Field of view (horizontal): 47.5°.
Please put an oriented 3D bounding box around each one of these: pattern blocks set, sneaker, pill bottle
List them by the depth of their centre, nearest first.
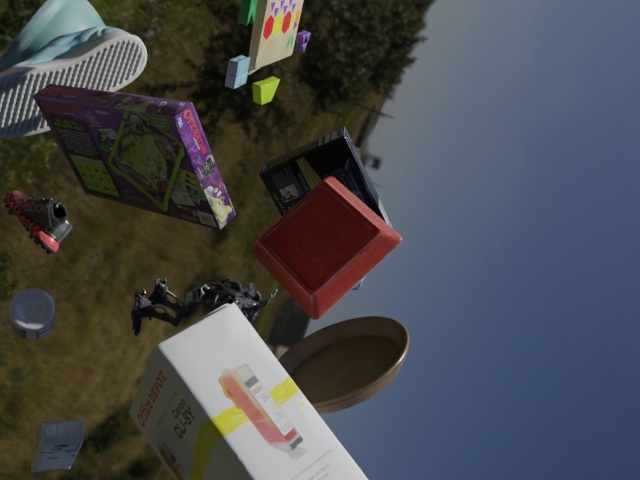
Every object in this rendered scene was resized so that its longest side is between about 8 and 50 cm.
[{"bbox_3d":[-0.076,-0.378,1.270,0.325,0.026,0.285,-39,148,-67],"label":"pattern blocks set"},{"bbox_3d":[-0.527,-0.316,1.424,0.366,0.150,0.135,-29,131,-26],"label":"sneaker"},{"bbox_3d":[-0.734,0.195,1.857,0.180,0.108,0.108,-45,-157,62],"label":"pill bottle"},{"bbox_3d":[-0.832,-0.080,2.161,0.135,0.276,0.098,-46,150,-10],"label":"sneaker"}]

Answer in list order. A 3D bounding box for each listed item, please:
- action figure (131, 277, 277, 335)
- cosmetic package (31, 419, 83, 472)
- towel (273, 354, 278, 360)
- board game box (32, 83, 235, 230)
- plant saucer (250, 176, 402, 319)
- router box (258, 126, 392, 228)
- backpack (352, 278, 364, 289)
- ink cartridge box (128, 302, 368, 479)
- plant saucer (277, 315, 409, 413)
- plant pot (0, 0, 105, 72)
[{"bbox_3d":[-0.224,0.147,1.455,0.164,0.275,0.141,-60,149,-72],"label":"action figure"},{"bbox_3d":[-0.654,0.512,1.799,0.239,0.098,0.060,127,-41,-50],"label":"cosmetic package"},{"bbox_3d":[-0.177,0.358,1.791,0.056,0.312,0.324,-39,170,-39],"label":"towel"},{"bbox_3d":[-0.305,-0.140,1.177,0.056,0.346,0.208,-51,139,-31],"label":"board game box"},{"bbox_3d":[0.000,0.000,1.582,0.259,0.258,0.048,-43,146,-4],"label":"plant saucer"},{"bbox_3d":[0.019,-0.103,1.893,0.081,0.242,0.309,-84,149,-64],"label":"router box"},{"bbox_3d":[0.058,0.062,1.752,0.105,0.084,0.114,45,-53,38],"label":"backpack"},{"bbox_3d":[-0.124,0.337,1.161,0.160,0.385,0.279,-27,161,-37],"label":"ink cartridge box"},{"bbox_3d":[0.035,0.229,1.333,0.278,0.277,0.041,-72,142,-67],"label":"plant saucer"},{"bbox_3d":[-0.582,-0.409,1.656,0.293,0.196,0.293,-42,-156,24],"label":"plant pot"}]
